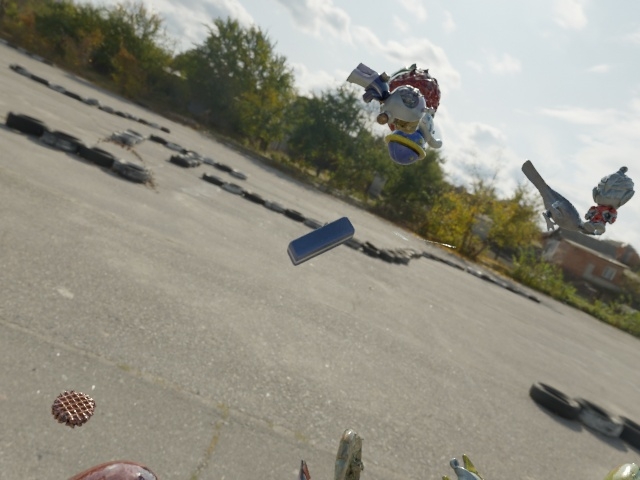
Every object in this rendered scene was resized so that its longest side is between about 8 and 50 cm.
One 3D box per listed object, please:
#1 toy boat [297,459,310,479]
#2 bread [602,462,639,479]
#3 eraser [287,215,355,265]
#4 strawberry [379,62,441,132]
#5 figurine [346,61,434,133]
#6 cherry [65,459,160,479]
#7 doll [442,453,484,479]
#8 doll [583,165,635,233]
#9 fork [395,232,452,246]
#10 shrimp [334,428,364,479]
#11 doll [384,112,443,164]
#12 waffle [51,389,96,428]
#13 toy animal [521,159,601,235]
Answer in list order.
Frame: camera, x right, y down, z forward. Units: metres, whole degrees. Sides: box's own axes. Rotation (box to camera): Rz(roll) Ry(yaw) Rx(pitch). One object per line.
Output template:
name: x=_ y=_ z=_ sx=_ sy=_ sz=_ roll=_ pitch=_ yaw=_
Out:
toy boat: x=-0.056 y=0.792 z=1.365 sx=0.072 sy=0.318 sz=0.219 roll=3 pitch=44 yaw=-28
bread: x=0.888 y=0.785 z=1.380 sx=0.156 sy=0.158 sz=0.260 roll=45 pitch=40 yaw=-17
eraser: x=0.000 y=0.000 z=1.507 sx=0.082 sy=0.225 sz=0.036 roll=60 pitch=-7 yaw=44
strawberry: x=0.402 y=-0.594 z=2.058 sx=0.309 sy=0.292 sz=0.292 roll=54 pitch=1 yaw=-14
figurine: x=0.219 y=-0.463 z=1.498 sx=0.194 sy=0.133 sz=0.274 roll=-27 pitch=76 yaw=-39
cherry: x=-0.416 y=0.550 z=0.926 sx=0.286 sy=0.235 sz=0.213 roll=3 pitch=12 yaw=-25
doll: x=0.477 y=0.816 z=1.427 sx=0.146 sy=0.316 sz=0.103 roll=-19 pitch=-14 yaw=-24
doll: x=0.686 y=-0.097 z=1.125 sx=0.079 sy=0.180 sz=0.094 roll=35 pitch=-9 yaw=-35
fork: x=0.370 y=0.003 z=1.706 sx=0.235 sy=0.021 sz=0.039 roll=17 pitch=11 yaw=29
shrimp: x=0.088 y=0.792 z=1.607 sx=0.086 sy=0.360 sz=0.246 roll=8 pitch=42 yaw=18
doll: x=0.374 y=-0.407 z=1.899 sx=0.160 sy=0.242 sz=0.311 roll=6 pitch=-11 yaw=42
waffle: x=-0.470 y=0.319 z=0.903 sx=0.075 sy=0.029 sz=0.083 roll=27 pitch=16 yaw=-15
toy animal: x=0.806 y=-0.110 z=1.616 sx=0.367 sy=0.081 sz=0.206 roll=46 pitch=43 yaw=7
